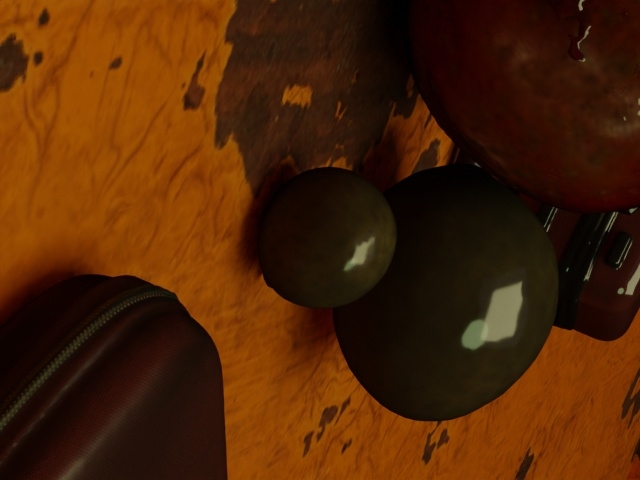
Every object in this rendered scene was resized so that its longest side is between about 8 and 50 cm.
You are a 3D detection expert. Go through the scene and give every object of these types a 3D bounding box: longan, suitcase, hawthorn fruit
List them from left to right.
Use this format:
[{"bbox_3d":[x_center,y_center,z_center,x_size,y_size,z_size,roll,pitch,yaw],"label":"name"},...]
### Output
[{"bbox_3d":[0.000,0.000,1.262,0.119,0.106,0.106,-31,-165,48],"label":"longan"},{"bbox_3d":[0.102,0.039,1.424,0.212,0.198,0.198,-54,156,-35],"label":"longan"},{"bbox_3d":[0.204,-0.166,1.345,0.316,0.316,0.316,-52,155,-37],"label":"hawthorn fruit"},{"bbox_3d":[0.307,-0.055,1.848,0.297,0.161,0.236,-63,167,-11],"label":"suitcase"}]

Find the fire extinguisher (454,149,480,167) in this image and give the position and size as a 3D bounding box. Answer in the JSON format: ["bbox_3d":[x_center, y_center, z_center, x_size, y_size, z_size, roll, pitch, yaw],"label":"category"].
[{"bbox_3d":[0.139,-0.073,1.619,0.049,0.035,0.173,-12,125,-62],"label":"fire extinguisher"}]

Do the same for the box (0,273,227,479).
[{"bbox_3d":[-0.148,0.210,1.068,0.263,0.108,0.404,-51,153,-40],"label":"box"}]
